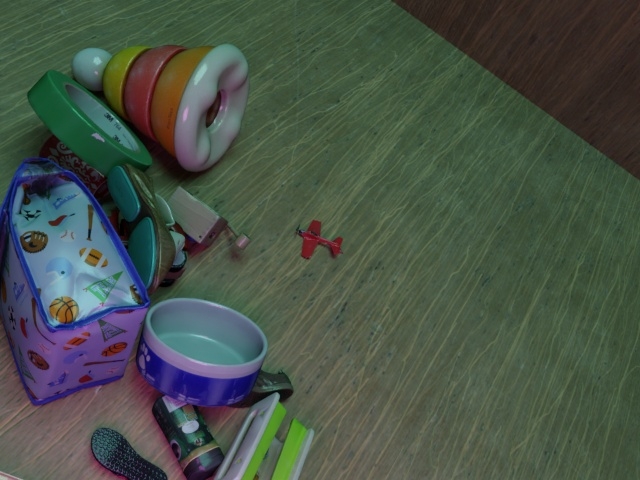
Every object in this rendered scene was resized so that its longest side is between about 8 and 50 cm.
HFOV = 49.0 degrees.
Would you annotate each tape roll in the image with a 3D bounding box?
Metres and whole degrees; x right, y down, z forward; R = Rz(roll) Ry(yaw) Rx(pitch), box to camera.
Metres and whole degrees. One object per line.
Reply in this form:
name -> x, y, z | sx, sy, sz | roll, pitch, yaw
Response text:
tape roll -> -0.555, -0.273, 1.710 | 0.321, 0.077, 0.321 | 46, 6, -6

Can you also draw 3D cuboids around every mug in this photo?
mug -> -0.601, -0.170, 1.734 | 0.169, 0.150, 0.113 | 42, 8, 3

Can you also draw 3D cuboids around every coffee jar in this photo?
coffee jar -> -0.268, 0.397, 1.431 | 0.079, 0.096, 0.184 | -19, 65, -34

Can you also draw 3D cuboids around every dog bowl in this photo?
dog bowl -> -0.252, 0.232, 1.493 | 0.265, 0.104, 0.265 | 18, 20, -7

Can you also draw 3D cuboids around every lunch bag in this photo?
lunch bag -> -0.534, 0.076, 1.398 | 0.239, 0.328, 0.385 | -13, 62, -36

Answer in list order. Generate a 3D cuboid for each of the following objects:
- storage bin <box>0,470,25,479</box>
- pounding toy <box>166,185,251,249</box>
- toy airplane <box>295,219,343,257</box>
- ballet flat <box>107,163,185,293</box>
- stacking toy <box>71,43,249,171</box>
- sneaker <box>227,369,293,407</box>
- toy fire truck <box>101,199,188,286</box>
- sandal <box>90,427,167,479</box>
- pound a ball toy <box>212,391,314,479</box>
storage bin -> -0.560, 0.531, 1.149 | 0.260, 0.123, 0.262 | 24, 46, -8
pounding toy -> -0.282, -0.028, 1.767 | 0.206, 0.181, 0.094 | 37, 88, 4
toy airplane -> 0.000, 0.000, 1.942 | 0.151, 0.028, 0.151 | 15, 47, -17
ballet flat -> -0.373, -0.028, 1.560 | 0.124, 0.116, 0.342 | 11, 41, -46
stacking toy -> -0.462, -0.421, 1.898 | 0.480, 0.350, 0.350 | 23, 45, 12
sneaker -> -0.156, 0.328, 1.581 | 0.188, 0.066, 0.071 | 6, 35, -30
toy fire truck -> -0.440, -0.017, 1.664 | 0.217, 0.158, 0.246 | 2, 63, -26
sandal -> -0.382, 0.439, 1.382 | 0.179, 0.040, 0.067 | 42, 50, -11
pound a ball toy -> -0.106, 0.488, 1.387 | 0.208, 0.136, 0.319 | 48, 27, -10
